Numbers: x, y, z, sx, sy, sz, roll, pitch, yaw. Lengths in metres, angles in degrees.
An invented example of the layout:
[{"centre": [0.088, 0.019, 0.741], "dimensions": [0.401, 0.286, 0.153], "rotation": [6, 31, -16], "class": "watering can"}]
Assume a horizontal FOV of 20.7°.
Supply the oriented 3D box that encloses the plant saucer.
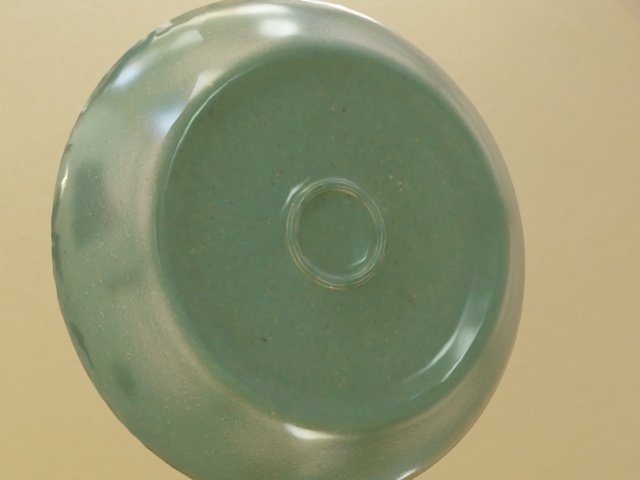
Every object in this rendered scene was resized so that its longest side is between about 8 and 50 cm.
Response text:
[{"centre": [0.000, 0.000, 0.393], "dimensions": [0.021, 0.119, 0.119], "rotation": [-18, 92, 63], "class": "plant saucer"}]
